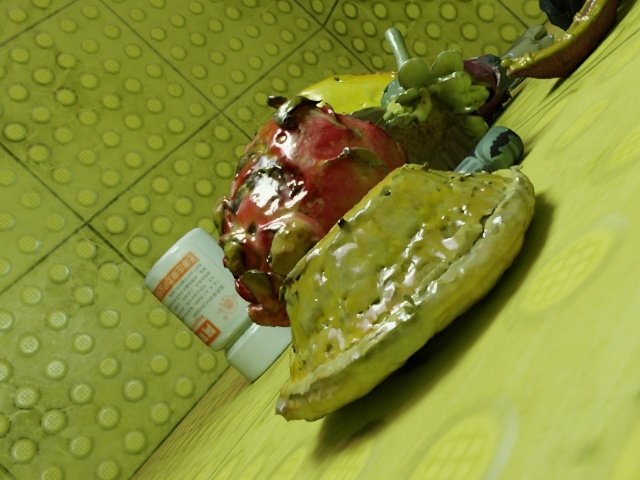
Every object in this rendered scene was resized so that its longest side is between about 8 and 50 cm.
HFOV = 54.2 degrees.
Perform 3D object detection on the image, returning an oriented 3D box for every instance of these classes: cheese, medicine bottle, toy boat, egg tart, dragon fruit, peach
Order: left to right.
[{"bbox_3d":[-0.244,0.163,1.583,0.211,0.371,0.211,-46,1,1],"label":"medicine bottle"},{"bbox_3d":[0.000,0.000,0.874,0.296,0.314,0.263,-50,16,45],"label":"dragon fruit"},{"bbox_3d":[0.119,-0.196,1.332,0.242,0.380,0.306,66,-142,-49],"label":"peach"},{"bbox_3d":[0.064,0.026,0.619,0.341,0.132,0.341,-46,0,0],"label":"egg tart"},{"bbox_3d":[0.575,-0.525,1.778,0.202,0.091,0.175,-48,3,-14],"label":"cheese"},{"bbox_3d":[0.449,-0.375,1.108,0.318,0.099,0.141,-45,0,-17],"label":"toy boat"}]

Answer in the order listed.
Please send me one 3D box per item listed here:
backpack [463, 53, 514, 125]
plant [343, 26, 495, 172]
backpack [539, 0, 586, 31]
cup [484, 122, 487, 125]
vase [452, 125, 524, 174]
[{"bbox_3d":[0.318,-0.327,1.544,0.283,0.197,0.317,-44,-8,37],"label":"backpack"},{"bbox_3d":[0.170,-0.192,1.016,0.306,0.261,0.297,-41,17,44],"label":"plant"},{"bbox_3d":[0.519,-0.523,1.249,0.206,0.133,0.258,-49,-43,-1],"label":"backpack"},{"bbox_3d":[0.308,-0.235,1.380,0.074,0.102,0.099,-28,-8,-21],"label":"cup"},{"bbox_3d":[0.191,-0.066,0.826,0.211,0.060,0.060,-47,1,-22],"label":"vase"}]
